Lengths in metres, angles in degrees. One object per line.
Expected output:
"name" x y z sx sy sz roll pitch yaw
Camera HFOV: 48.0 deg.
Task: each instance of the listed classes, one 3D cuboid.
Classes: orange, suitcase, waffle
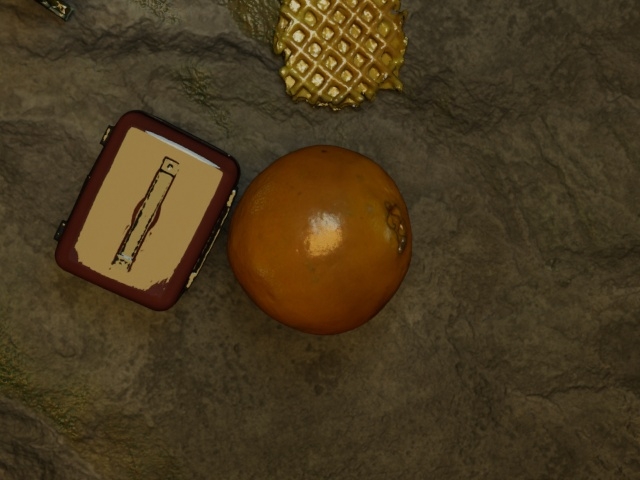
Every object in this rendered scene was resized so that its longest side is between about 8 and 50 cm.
"orange" 0.000 0.000 1.182 0.312 0.312 0.311 -1 97 -8
"suitcase" -0.285 -0.048 1.203 0.236 0.161 0.297 26 92 -11
"waffle" 0.038 -0.357 1.266 0.245 0.052 0.254 -5 97 -8

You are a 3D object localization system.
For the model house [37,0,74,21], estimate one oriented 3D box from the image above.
"model house" -0.447 -0.486 1.094 0.215 0.224 0.198 33 92 -11
